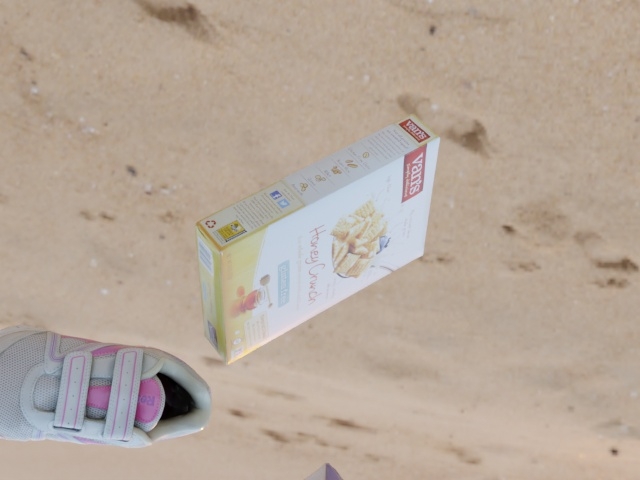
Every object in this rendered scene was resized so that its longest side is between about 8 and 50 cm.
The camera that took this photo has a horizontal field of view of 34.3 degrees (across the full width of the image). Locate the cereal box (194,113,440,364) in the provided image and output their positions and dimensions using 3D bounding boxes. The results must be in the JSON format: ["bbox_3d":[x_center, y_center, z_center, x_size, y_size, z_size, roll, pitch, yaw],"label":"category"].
[{"bbox_3d":[0.000,0.000,0.959,0.240,0.047,0.173,-28,146,-23],"label":"cereal box"}]

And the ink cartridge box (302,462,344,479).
[{"bbox_3d":[-0.056,0.312,0.688,0.151,0.270,0.395,53,-177,-4],"label":"ink cartridge box"}]

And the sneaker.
[{"bbox_3d":[-0.197,0.131,0.919,0.111,0.102,0.252,2,177,45],"label":"sneaker"}]
